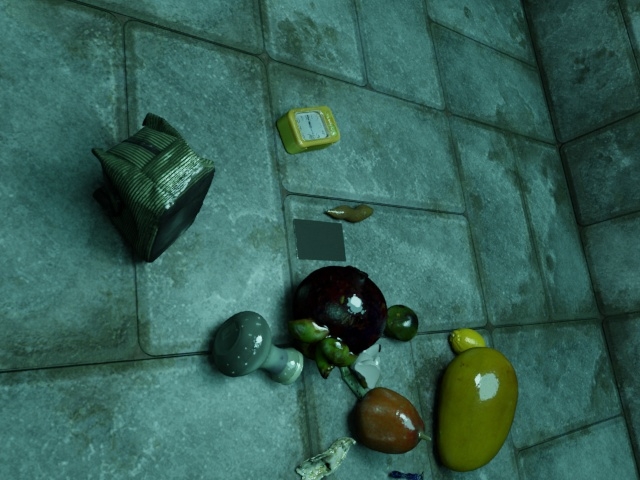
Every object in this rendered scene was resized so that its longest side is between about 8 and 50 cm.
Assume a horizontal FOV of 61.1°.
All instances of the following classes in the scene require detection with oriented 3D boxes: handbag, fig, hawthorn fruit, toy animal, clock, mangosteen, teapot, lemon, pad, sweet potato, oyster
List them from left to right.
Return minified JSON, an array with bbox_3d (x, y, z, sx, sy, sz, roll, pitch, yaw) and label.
[{"bbox_3d":[-0.421,-0.133,1.350,0.240,0.340,0.247,41,57,2],"label":"handbag"},{"bbox_3d":[-0.167,0.311,1.500,0.251,0.184,0.183,37,54,-39],"label":"teapot"},{"bbox_3d":[-0.039,-0.386,1.883,0.202,0.096,0.143,-19,91,-40],"label":"clock"},{"bbox_3d":[0.000,0.000,1.840,0.212,0.003,0.142,5,72,-38],"label":"pad"},{"bbox_3d":[0.012,0.654,1.603,0.200,0.061,0.106,0,93,-36],"label":"oyster"},{"bbox_3d":[0.053,0.222,1.619,0.311,0.311,0.311,14,66,-35],"label":"mangosteen"},{"bbox_3d":[0.109,-0.095,1.929,0.219,0.051,0.065,-5,82,-39],"label":"sweet potato"},{"bbox_3d":[0.159,0.403,1.765,0.127,0.181,0.131,-39,101,2],"label":"toy animal"},{"bbox_3d":[0.229,0.564,1.664,0.199,0.251,0.199,-10,103,-51],"label":"hawthorn fruit"},{"bbox_3d":[0.287,0.302,1.914,0.156,0.123,0.123,73,33,-50],"label":"fig"},{"bbox_3d":[0.566,0.396,2.089,0.155,0.114,0.114,33,56,-12],"label":"lemon"}]

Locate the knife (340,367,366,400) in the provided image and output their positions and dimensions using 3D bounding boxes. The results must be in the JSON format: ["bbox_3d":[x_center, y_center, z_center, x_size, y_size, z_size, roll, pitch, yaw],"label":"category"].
[{"bbox_3d":[0.081,0.426,1.747,0.293,0.020,0.043,55,48,-11],"label":"knife"}]

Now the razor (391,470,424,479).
[{"bbox_3d":[0.282,0.776,1.782,0.155,0.028,0.044,23,62,-33],"label":"razor"}]

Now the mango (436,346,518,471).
[{"bbox_3d":[0.548,0.598,1.924,0.300,0.232,0.445,30,72,-28],"label":"mango"}]
